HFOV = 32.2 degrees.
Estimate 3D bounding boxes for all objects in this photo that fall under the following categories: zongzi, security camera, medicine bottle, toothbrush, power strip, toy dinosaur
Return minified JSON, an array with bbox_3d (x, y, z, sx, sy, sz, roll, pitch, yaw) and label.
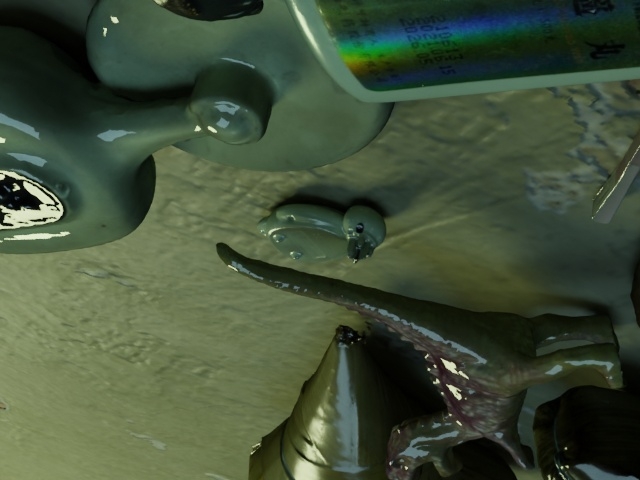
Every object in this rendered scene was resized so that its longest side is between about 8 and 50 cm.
[{"bbox_3d":[0.079,0.155,0.841,0.228,0.115,0.256,11,134,-12],"label":"zongzi"},{"bbox_3d":[-0.106,-0.059,0.577,0.302,0.080,0.157,-8,142,28],"label":"security camera"},{"bbox_3d":[0.101,-0.113,0.394,0.229,0.083,0.121,-3,143,24],"label":"medicine bottle"},{"bbox_3d":[0.288,0.153,0.733,0.242,0.112,0.221,-27,130,38],"label":"zongzi"},{"bbox_3d":[0.165,-0.063,0.515,0.017,0.014,0.194,15,149,-2],"label":"toothbrush"},{"bbox_3d":[0.000,0.000,0.666,0.083,0.035,0.055,-6,144,34],"label":"power strip"},{"bbox_3d":[0.080,0.073,0.673,0.200,0.072,0.251,-13,144,18],"label":"toy dinosaur"}]

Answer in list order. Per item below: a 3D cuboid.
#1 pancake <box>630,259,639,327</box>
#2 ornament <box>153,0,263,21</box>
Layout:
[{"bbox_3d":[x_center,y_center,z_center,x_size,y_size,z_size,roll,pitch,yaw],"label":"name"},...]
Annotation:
[{"bbox_3d":[0.323,0.046,0.615,0.288,0.033,0.286,0,148,23],"label":"pancake"},{"bbox_3d":[-0.109,-0.088,0.371,0.080,0.236,0.202,4,147,37],"label":"ornament"}]
